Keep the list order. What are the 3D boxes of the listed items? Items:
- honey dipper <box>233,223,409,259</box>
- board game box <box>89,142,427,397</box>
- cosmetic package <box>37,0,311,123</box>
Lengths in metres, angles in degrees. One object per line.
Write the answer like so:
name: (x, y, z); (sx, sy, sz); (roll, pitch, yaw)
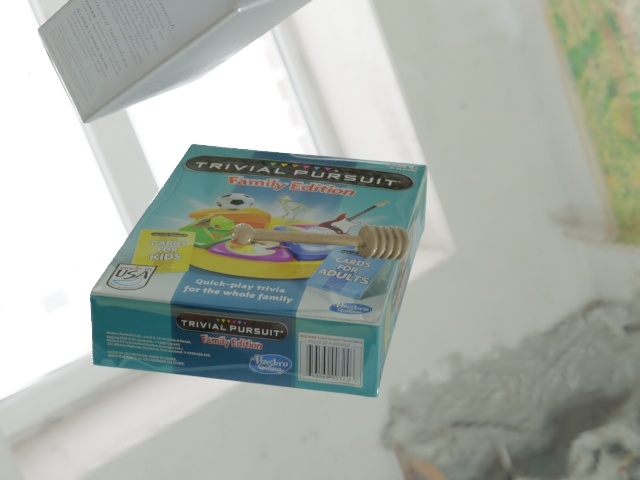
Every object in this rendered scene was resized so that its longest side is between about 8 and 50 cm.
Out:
honey dipper: (0.000, 0.000, 1.269); (0.161, 0.030, 0.030); (2, -176, -28)
board game box: (-0.045, 0.015, 1.416); (0.254, 0.079, 0.336); (6, -153, 9)
cosmetic package: (-0.090, -0.166, 1.029); (0.117, 0.085, 0.231); (-28, -179, -38)
